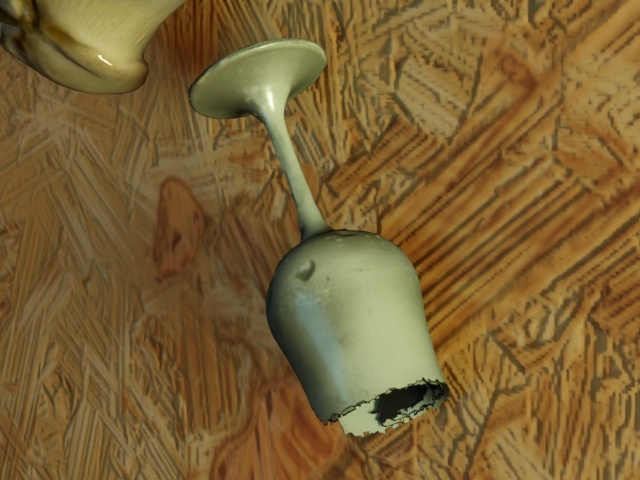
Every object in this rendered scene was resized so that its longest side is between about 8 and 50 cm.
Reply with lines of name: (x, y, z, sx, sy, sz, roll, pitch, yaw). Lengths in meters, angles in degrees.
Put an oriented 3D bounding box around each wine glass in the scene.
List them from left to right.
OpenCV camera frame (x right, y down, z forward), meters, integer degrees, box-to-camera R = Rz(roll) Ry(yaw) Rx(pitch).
wine glass: (0.000, 0.000, 0.940, 0.079, 0.079, 0.196, -44, 59, 47)

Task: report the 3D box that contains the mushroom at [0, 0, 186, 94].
mushroom: (-0.048, -0.186, 0.941, 0.397, 0.126, 0.177, -13, 94, 50)
